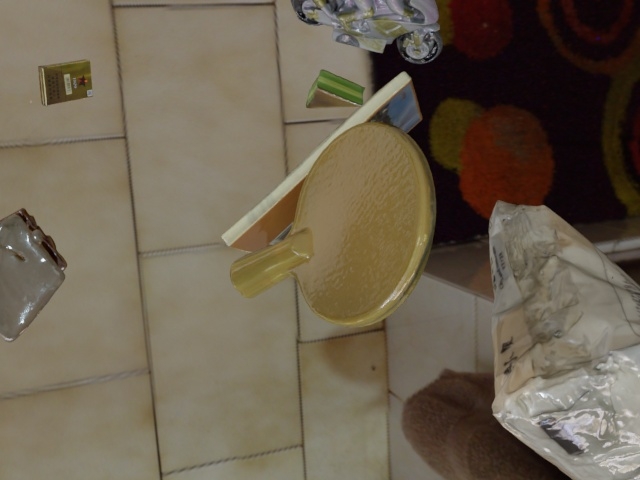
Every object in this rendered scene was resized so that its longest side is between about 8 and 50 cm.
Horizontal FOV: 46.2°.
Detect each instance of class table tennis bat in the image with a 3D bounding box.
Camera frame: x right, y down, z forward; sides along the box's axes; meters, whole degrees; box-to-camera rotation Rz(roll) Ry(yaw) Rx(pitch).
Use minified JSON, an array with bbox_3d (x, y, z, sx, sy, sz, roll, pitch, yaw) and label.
[{"bbox_3d":[0.000,0.000,0.769,0.050,0.321,0.198,8,68,-35],"label":"table tennis bat"}]

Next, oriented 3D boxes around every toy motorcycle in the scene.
[{"bbox_3d":[0.077,-0.325,1.016,0.225,0.152,0.073,19,54,-7],"label":"toy motorcycle"}]

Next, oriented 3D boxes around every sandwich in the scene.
[{"bbox_3d":[0.035,-0.334,1.753,0.116,0.074,0.074,20,52,-11],"label":"sandwich"}]

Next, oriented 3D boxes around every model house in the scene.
[{"bbox_3d":[-0.651,0.065,1.581,0.219,0.229,0.199,-44,111,-17],"label":"model house"}]

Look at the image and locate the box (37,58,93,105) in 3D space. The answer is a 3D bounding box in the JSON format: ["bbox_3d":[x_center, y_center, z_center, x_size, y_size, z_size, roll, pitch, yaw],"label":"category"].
[{"bbox_3d":[-0.600,-0.373,1.770,0.133,0.023,0.090,-28,129,-47],"label":"box"}]

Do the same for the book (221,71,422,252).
[{"bbox_3d":[0.017,-0.110,1.240,0.374,0.262,0.028,-43,78,5],"label":"book"}]

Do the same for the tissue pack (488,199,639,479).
[{"bbox_3d":[0.353,0.149,0.901,0.390,0.375,0.195,43,117,-14],"label":"tissue pack"}]
